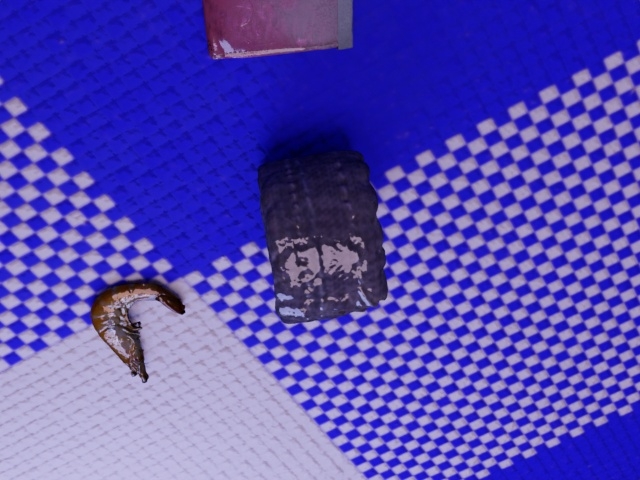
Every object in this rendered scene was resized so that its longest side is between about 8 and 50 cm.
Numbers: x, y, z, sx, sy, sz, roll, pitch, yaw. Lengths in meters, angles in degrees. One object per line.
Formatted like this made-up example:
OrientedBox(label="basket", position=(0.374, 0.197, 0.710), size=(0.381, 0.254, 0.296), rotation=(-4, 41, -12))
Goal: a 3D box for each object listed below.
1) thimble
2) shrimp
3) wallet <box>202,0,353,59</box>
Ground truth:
OrientedBox(label="thimble", position=(0.000, -0.003, 0.972), size=(0.097, 0.150, 0.150), rotation=(-8, 132, -4))
OrientedBox(label="shrimp", position=(-0.173, 0.091, 1.097), size=(0.091, 0.025, 0.127), rotation=(-12, 129, -3))
OrientedBox(label="wallet", position=(-0.035, -0.241, 0.836), size=(0.119, 0.025, 0.232), rotation=(-7, 132, -7))
